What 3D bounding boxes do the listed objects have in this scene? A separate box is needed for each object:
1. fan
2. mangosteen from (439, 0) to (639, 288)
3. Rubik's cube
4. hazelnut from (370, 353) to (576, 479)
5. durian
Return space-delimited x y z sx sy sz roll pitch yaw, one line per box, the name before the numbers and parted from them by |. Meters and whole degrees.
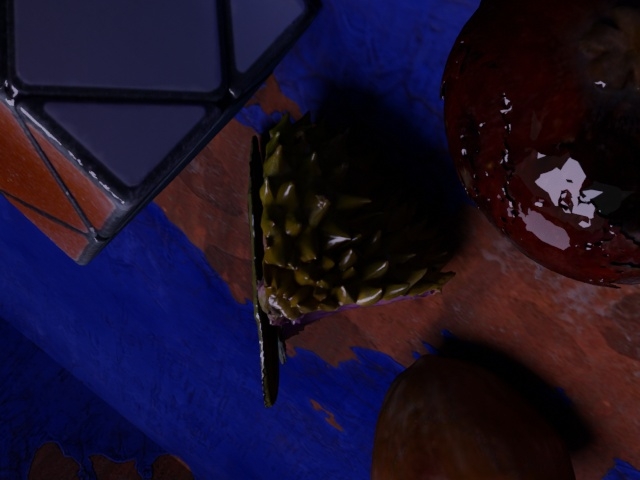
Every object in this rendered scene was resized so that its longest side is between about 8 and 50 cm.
fan | -0.046 0.046 0.980 0.011 0.229 0.335 -4 152 2
mangosteen | 0.142 -0.057 0.542 0.166 0.166 0.180 36 -177 10
Rubik's cube | -0.161 -0.135 0.791 0.207 0.205 0.205 44 157 -4
hazelnut | 0.127 0.205 1.011 0.214 0.176 0.214 37 136 46
durian | 0.010 -0.011 0.841 0.260 0.154 0.186 -121 9 -83
